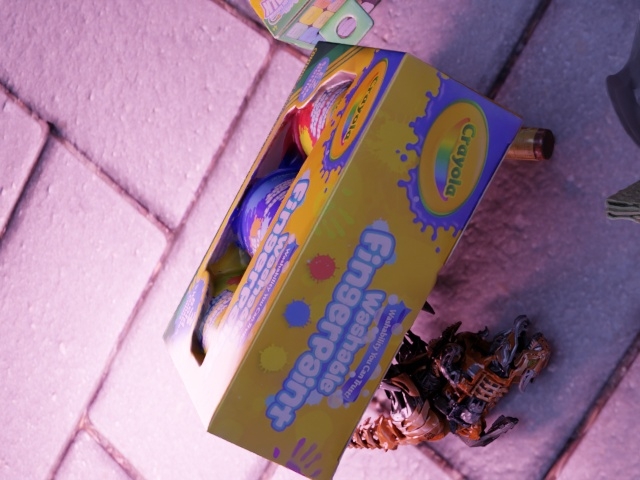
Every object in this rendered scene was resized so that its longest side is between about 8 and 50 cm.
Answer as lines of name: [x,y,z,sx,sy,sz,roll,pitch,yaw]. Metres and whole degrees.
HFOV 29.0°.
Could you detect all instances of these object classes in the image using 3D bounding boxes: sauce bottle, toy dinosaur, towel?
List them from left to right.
toy dinosaur: [0.121,0.174,1.525,0.322,0.164,0.218,-33,85,7]
sauce bottle: [0.224,-0.122,1.528,0.128,0.042,0.042,7,91,32]
towel: [0.385,-0.043,1.355,0.110,0.148,0.027,12,114,35]

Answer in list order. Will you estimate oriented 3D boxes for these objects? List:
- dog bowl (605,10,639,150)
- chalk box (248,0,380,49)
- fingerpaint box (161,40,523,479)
dog bowl: [0.476,-0.208,1.293,0.348,0.102,0.349,-14,67,36]
chalk box: [-0.012,-0.341,1.647,0.132,0.132,0.213,-46,64,24]
fingerpaint box: [0.000,0.000,1.441,0.445,0.163,0.371,-62,18,4]
